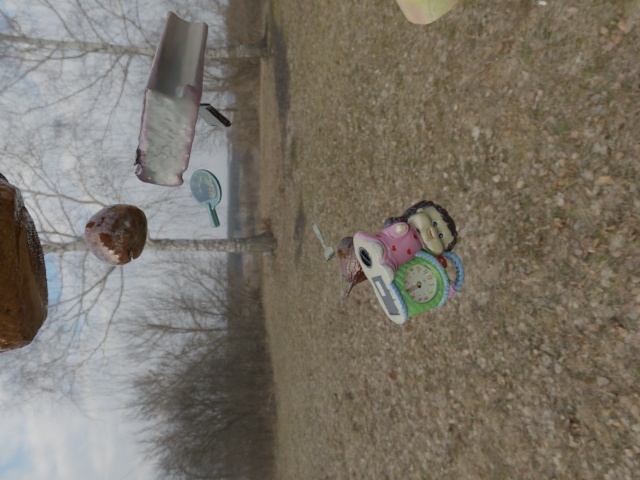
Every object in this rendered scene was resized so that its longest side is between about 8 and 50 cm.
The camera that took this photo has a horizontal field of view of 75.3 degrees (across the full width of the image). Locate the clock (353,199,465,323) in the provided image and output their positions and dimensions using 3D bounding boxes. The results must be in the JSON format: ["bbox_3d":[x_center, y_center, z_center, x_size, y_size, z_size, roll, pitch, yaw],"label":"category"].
[{"bbox_3d":[0.181,0.035,0.782,0.194,0.195,0.100,63,159,0],"label":"clock"}]

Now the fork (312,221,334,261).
[{"bbox_3d":[0.005,0.003,1.241,0.034,0.028,0.219,-54,28,18],"label":"fork"}]

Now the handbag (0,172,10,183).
[{"bbox_3d":[-0.830,-0.186,0.980,0.223,0.080,0.247,-13,120,50],"label":"handbag"}]

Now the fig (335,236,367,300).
[{"bbox_3d":[0.097,0.088,1.217,0.201,0.146,0.134,-66,24,1],"label":"fig"}]

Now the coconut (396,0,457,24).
[{"bbox_3d":[0.174,-0.424,0.682,0.122,0.116,0.116,11,-104,-59],"label":"coconut"}]

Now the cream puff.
[{"bbox_3d":[-0.570,0.038,0.660,0.303,0.212,0.303,27,121,60],"label":"cream puff"}]

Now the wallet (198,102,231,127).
[{"bbox_3d":[-0.401,-0.456,1.510,0.031,0.110,0.198,-55,35,-6],"label":"wallet"}]

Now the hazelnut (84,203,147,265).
[{"bbox_3d":[-0.484,-0.016,1.001,0.143,0.143,0.154,127,165,-70],"label":"hazelnut"}]

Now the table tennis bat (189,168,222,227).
[{"bbox_3d":[-0.445,-0.164,1.642,0.038,0.149,0.237,-43,-52,-57],"label":"table tennis bat"}]

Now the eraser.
[{"bbox_3d":[-0.362,-0.348,1.026,0.272,0.122,0.359,123,148,-42],"label":"eraser"}]
